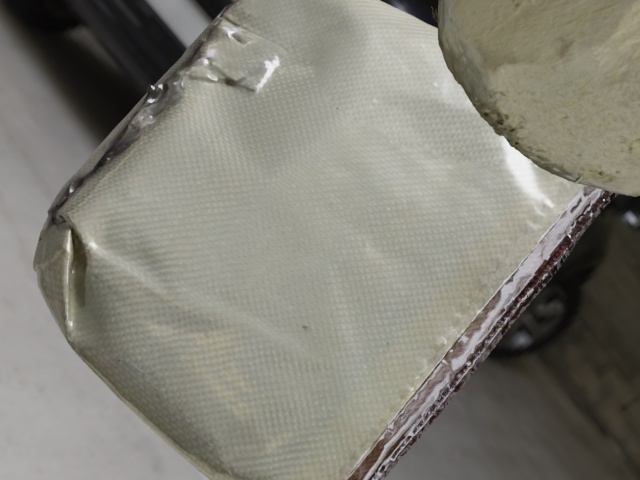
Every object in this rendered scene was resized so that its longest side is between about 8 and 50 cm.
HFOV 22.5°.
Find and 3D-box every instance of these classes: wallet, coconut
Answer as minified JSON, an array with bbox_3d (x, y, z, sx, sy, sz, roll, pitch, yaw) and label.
[{"bbox_3d":[0.001,0.000,0.909,0.275,0.335,0.068,36,-21,10],"label":"wallet"},{"bbox_3d":[0.134,-0.106,0.634,0.161,0.162,0.161,27,44,-29],"label":"coconut"}]
